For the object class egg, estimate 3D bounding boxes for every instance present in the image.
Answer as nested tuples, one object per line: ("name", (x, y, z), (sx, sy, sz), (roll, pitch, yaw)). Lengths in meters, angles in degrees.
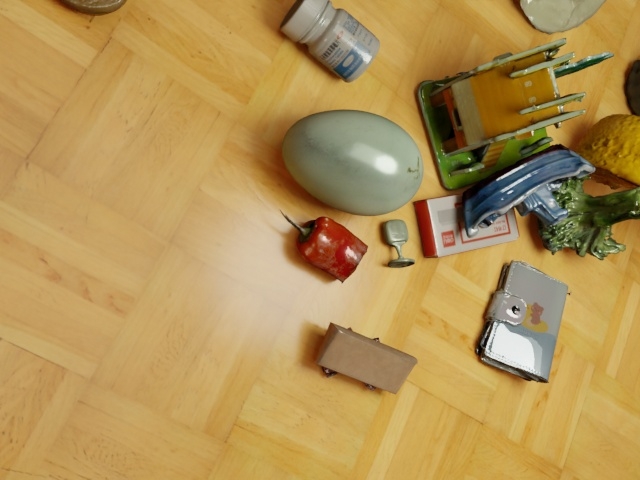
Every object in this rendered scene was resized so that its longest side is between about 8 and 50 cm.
("egg", (0.059, -0.141, 1.128), (0.264, 0.183, 0.183), (15, 78, -19))

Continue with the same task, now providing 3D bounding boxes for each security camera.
("security camera", (0.151, 0.004, 1.240), (0.058, 0.058, 0.092), (2, 72, -26))

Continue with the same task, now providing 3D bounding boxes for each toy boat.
("toy boat", (0.417, -0.086, 1.264), (0.309, 0.129, 0.142), (-26, 76, -10))

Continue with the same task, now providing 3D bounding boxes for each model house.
("model house", (0.437, -0.267, 1.262), (0.358, 0.313, 0.242), (-16, 94, -28))

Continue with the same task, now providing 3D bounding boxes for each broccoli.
("broccoli", (0.585, -0.032, 1.334), (0.177, 0.275, 0.198), (-32, 114, -21))

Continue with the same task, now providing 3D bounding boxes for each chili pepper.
("chili pepper", (0.000, 0.000, 1.142), (0.192, 0.084, 0.086), (35, 38, -22))

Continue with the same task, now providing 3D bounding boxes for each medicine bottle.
("medicine bottle", (0.019, -0.381, 1.177), (0.168, 0.105, 0.105), (34, 71, -20))

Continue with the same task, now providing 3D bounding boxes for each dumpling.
("dumpling", (0.569, -0.638, 1.456), (0.395, 0.233, 0.315), (3, 115, -40))

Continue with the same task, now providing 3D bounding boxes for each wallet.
("wallet", (0.430, 0.171, 1.346), (0.170, 0.069, 0.231), (24, 71, -4))

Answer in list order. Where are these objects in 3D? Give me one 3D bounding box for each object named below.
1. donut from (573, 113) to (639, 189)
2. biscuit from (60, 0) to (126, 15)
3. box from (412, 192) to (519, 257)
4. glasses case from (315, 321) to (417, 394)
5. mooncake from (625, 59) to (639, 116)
("donut", (0.793, -0.139, 1.392), (0.435, 0.377, 0.163), (20, 101, -31))
("biscuit", (-0.377, -0.448, 1.019), (0.170, 0.050, 0.170), (2, 84, -18))
("box", (0.307, -0.041, 1.316), (0.229, 0.050, 0.123), (-10, 90, -27))
("glasses case", (0.072, 0.221, 1.172), (0.193, 0.070, 0.102), (25, 102, -24))
("mooncake", (0.880, -0.375, 1.599), (0.228, 0.124, 0.228), (1, 87, -22))
